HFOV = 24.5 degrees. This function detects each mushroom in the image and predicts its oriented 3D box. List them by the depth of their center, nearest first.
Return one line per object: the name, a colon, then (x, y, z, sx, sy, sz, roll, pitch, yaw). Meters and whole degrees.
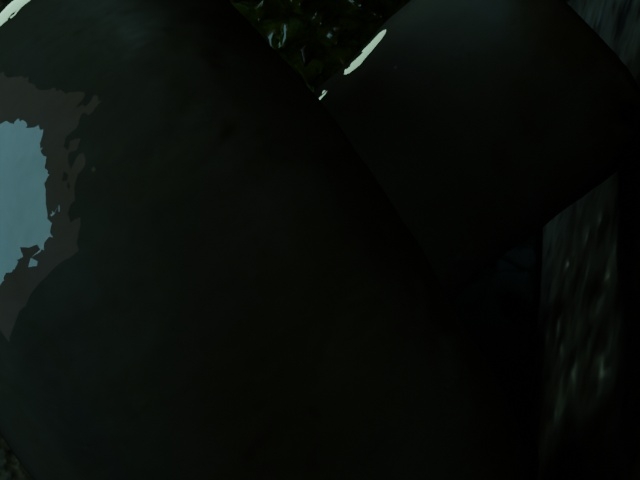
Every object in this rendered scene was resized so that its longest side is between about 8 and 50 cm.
mushroom: (0.000, 0.000, 0.409, 0.204, 0.204, 0.204, -169, 90, -88)

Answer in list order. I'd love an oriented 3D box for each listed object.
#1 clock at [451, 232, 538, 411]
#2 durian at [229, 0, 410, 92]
clock: (0.040, 0.067, 0.593, 0.215, 0.042, 0.215, -169, 90, -88)
durian: (-0.001, -0.163, 0.703, 0.237, 0.200, 0.176, -82, -20, -67)
